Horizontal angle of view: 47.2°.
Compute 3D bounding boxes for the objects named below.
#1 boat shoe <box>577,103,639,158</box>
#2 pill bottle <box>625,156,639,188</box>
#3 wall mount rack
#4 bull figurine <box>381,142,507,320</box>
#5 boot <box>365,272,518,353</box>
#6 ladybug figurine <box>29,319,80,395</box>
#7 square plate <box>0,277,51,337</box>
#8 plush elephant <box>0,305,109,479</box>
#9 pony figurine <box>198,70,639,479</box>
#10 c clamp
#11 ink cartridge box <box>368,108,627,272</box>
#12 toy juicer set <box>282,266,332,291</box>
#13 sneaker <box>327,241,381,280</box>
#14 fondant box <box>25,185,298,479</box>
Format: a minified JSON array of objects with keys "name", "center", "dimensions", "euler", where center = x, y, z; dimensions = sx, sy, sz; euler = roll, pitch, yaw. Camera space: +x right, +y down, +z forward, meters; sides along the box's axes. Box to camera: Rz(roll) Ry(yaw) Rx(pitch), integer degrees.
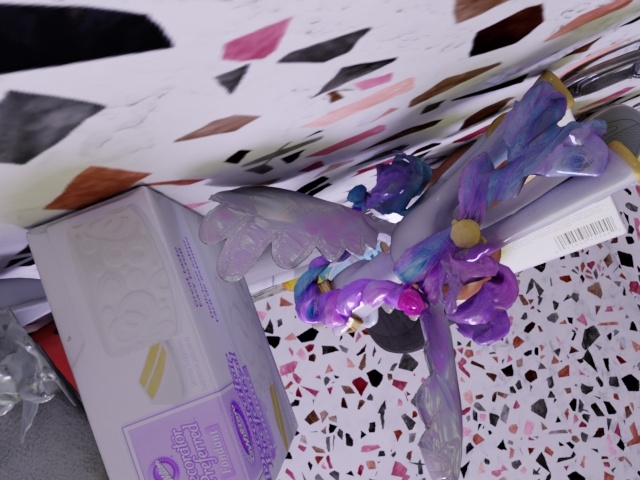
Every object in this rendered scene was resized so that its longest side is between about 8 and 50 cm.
[{"name":"boat shoe","center":[0.354,-0.090,1.116],"dimensions":[0.320,0.118,0.103],"euler":[-55,-162,35]},{"name":"pill bottle","center":[0.550,-0.155,1.340],"dimensions":[0.208,0.119,0.119],"euler":[-23,175,19]},{"name":"wall mount rack","center":[-0.096,0.060,1.015],"dimensions":[0.350,0.131,0.304],"euler":[-17,-154,-32]},{"name":"bull figurine","center":[0.176,0.016,0.961],"dimensions":[0.188,0.310,0.101],"euler":[-28,-138,-23]},{"name":"boot","center":[0.283,0.091,1.552],"dimensions":[0.284,0.138,0.377],"euler":[-29,169,-42]},{"name":"ladybug figurine","center":[-0.267,0.191,1.034],"dimensions":[0.305,0.162,0.449],"euler":[22,179,6]},{"name":"square plate","center":[-0.420,0.105,0.533],"dimensions":[0.344,0.049,0.347],"euler":[-23,174,26]},{"name":"plush elephant","center":[-0.281,0.213,0.544],"dimensions":[0.255,0.272,0.330],"euler":[-34,151,-21]},{"name":"pony figurine","center":[0.100,0.011,0.674],"dimensions":[0.363,0.303,0.351],"euler":[-38,179,15]},{"name":"c clamp","center":[0.305,-0.173,0.735],"dimensions":[0.137,0.022,0.160],"euler":[-18,178,24]},{"name":"ink cartridge box","center":[0.242,-0.054,1.028],"dimensions":[0.296,0.066,0.261],"euler":[-23,131,22]},{"name":"toy juicer set","center":[0.022,0.073,1.846],"dimensions":[0.209,0.090,0.329],"euler":[-3,174,-31]},{"name":"sneaker","center":[0.158,0.014,1.526],"dimensions":[0.366,0.135,0.150],"euler":[-34,171,13]},{"name":"fondant box","center":[-0.112,0.100,0.648],"dimensions":[0.096,0.238,0.330],"euler":[-21,175,2]}]
